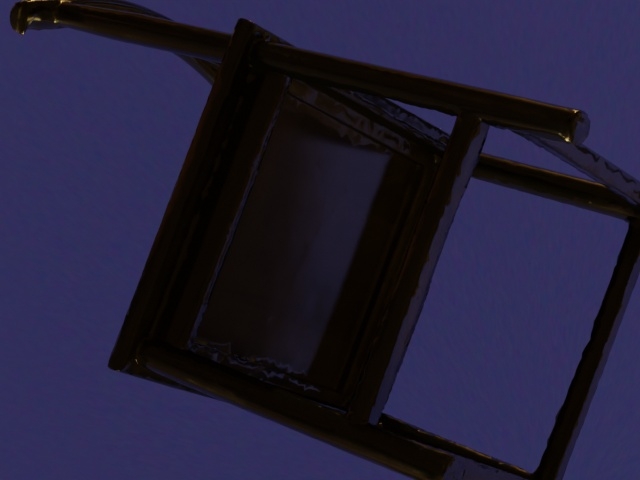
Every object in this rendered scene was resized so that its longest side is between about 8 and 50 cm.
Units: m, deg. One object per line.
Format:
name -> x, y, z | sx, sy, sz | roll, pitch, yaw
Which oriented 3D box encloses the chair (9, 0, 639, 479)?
chair -> 0.000, 0.000, 0.657 | 0.260, 0.154, 0.141 | 18, -95, 40
